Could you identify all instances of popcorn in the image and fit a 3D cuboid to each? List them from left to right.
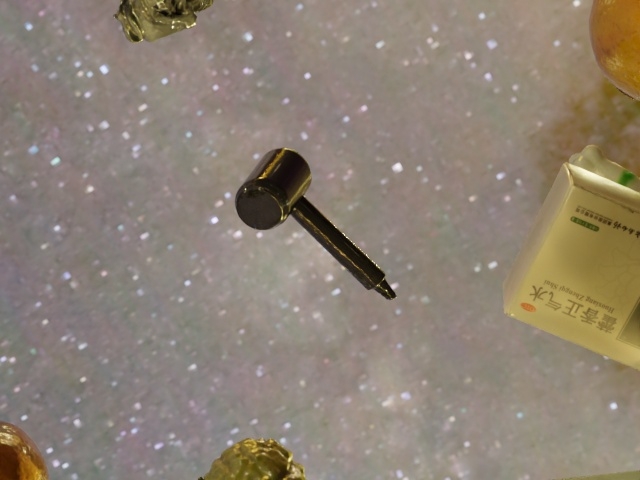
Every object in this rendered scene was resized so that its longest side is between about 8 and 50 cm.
[{"bbox_3d":[-0.089,0.438,1.813,0.237,0.206,0.251,40,-162,-1],"label":"popcorn"}]

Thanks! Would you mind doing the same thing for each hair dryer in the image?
[{"bbox_3d":[0.000,-0.001,1.412,0.248,0.070,0.114,46,-150,-9],"label":"hair dryer"}]

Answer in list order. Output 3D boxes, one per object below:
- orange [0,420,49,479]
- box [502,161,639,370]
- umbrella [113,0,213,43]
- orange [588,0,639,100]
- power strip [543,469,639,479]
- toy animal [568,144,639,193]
[{"bbox_3d":[-0.446,0.309,1.388,0.224,0.224,0.170,-15,-69,-62],"label":"orange"},{"bbox_3d":[0.325,0.037,1.206,0.212,0.168,0.095,22,-158,-1],"label":"box"},{"bbox_3d":[-0.195,-0.320,0.937,0.357,0.106,0.113,57,-148,-46],"label":"umbrella"},{"bbox_3d":[0.447,-0.273,1.398,0.219,0.219,0.193,53,-169,-15],"label":"orange"},{"bbox_3d":[0.352,0.283,1.155,0.062,0.385,0.091,59,-142,-19],"label":"power strip"},{"bbox_3d":[0.478,0.010,1.402,0.180,0.363,0.181,-56,-24,-64],"label":"toy animal"}]
